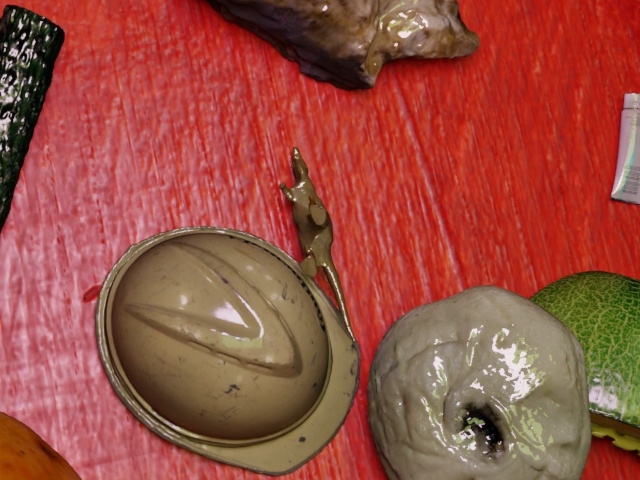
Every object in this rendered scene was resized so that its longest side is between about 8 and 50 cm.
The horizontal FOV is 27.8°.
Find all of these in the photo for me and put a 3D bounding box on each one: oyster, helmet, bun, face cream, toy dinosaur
[{"bbox_3d":[-0.009,-0.226,1.209,0.341,0.166,0.110,27,65,-25],"label":"oyster"},{"bbox_3d":[-0.069,0.087,1.127,0.257,0.137,0.204,32,74,-7],"label":"helmet"},{"bbox_3d":[0.132,0.147,1.140,0.221,0.108,0.221,-2,87,31],"label":"bun"},{"bbox_3d":[0.317,-0.093,1.317,0.038,0.020,0.115,9,79,-13],"label":"face cream"},{"bbox_3d":[0.000,0.000,1.203,0.039,0.126,0.162,-18,112,5],"label":"toy dinosaur"}]

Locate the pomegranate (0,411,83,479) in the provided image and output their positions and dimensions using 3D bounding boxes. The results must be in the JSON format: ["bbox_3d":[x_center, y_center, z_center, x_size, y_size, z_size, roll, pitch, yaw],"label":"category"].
[{"bbox_3d":[-0.329,0.291,0.932,0.410,0.410,0.410,3,79,-13],"label":"pomegranate"}]

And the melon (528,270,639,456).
[{"bbox_3d":[0.302,0.111,1.222,0.265,0.129,0.169,21,72,-8],"label":"melon"}]

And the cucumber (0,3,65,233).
[{"bbox_3d":[-0.293,-0.064,1.139,0.067,0.067,0.294,17,78,-10],"label":"cucumber"}]
